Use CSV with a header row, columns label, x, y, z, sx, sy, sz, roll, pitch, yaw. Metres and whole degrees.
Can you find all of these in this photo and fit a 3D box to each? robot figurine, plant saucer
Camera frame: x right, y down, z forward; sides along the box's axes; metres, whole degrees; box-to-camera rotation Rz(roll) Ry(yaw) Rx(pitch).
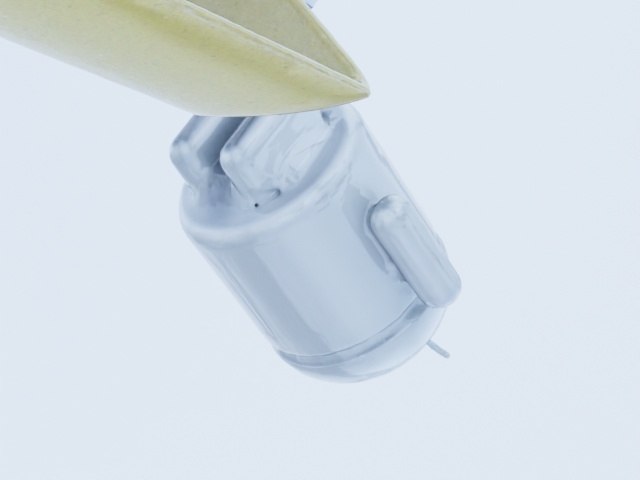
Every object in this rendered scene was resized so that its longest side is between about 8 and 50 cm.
label,x,y,z,sx,sy,sz,roll,pitch,yaw
robot figurine,0.000,0.000,1.658,0.199,0.300,0.353,-51,-51,-22
plant saucer,-0.168,-0.197,0.946,0.081,0.333,0.333,-48,-36,17

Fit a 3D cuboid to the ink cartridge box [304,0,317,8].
label,x,y,z,sx,sy,sz,roll,pitch,yaw
ink cartridge box,-0.045,-0.289,1.524,0.224,0.045,0.223,-54,-32,10
